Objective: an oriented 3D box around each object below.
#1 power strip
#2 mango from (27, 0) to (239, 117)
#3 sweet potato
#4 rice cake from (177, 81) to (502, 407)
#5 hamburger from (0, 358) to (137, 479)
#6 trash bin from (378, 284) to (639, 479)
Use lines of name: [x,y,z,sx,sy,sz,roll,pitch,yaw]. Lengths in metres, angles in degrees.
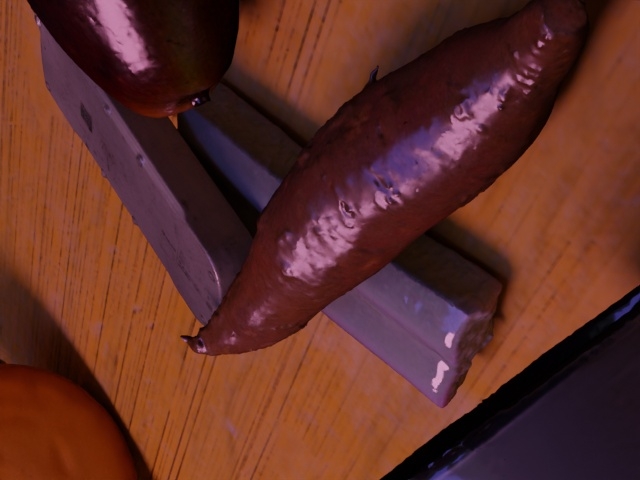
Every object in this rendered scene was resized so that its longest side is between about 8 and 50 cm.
power strip: [-0.100,-0.049,0.771,0.227,0.029,0.080,55,156,18]
mango: [-0.102,-0.179,0.637,0.133,0.111,0.267,39,142,50]
sweet potato: [0.018,-0.025,0.618,0.314,0.066,0.072,-38,69,47]
rice cake: [0.001,0.000,0.724,0.222,0.042,0.080,37,140,31]
hamburger: [-0.280,0.218,1.168,0.246,0.246,0.170,59,153,-3]
trash bin: [0.152,0.146,0.464,0.277,0.217,0.262,-42,81,33]
